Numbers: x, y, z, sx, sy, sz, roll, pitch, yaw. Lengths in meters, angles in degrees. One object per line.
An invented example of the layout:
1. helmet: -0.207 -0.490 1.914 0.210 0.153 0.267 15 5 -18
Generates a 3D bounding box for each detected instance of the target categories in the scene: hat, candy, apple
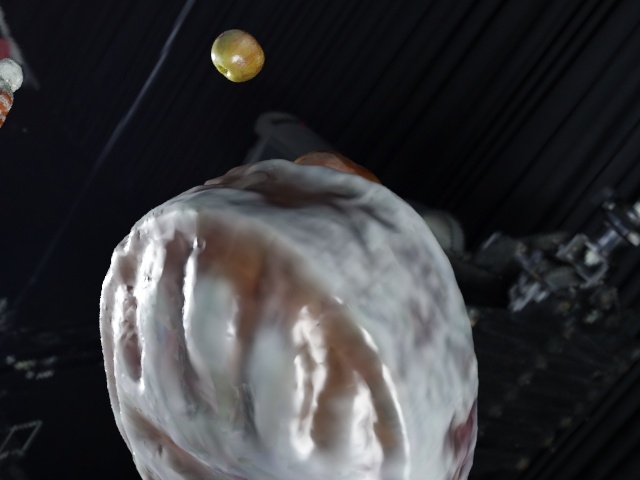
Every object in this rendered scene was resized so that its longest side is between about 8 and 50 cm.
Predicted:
1. hat: -0.502 -0.210 1.431 0.093 0.112 0.162 45 -126 -16
2. candy: -0.017 0.091 0.549 0.214 0.289 0.157 15 -146 27
3. apple: -0.130 -0.286 1.463 0.084 0.071 0.084 43 165 14

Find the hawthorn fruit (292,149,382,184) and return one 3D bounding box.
1. hawthorn fruit: 0.000 0.000 1.307 0.199 0.199 0.251 26 -140 -24
